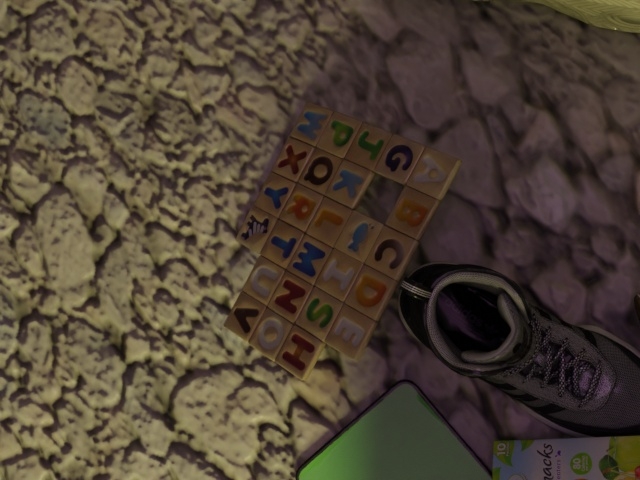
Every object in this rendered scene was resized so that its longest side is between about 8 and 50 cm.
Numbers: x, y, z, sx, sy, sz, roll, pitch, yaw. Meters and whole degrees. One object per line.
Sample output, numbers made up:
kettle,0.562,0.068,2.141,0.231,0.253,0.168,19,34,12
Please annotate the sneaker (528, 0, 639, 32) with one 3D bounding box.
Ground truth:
sneaker,0.224,-0.285,0.790,0.350,0.131,0.148,15,92,12

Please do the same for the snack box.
snack box,0.219,0.221,0.752,0.141,0.037,0.100,-9,53,27

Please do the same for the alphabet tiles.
alphabet tiles,0.000,0.000,0.822,0.198,0.009,0.237,28,90,40

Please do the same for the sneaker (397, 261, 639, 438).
sneaker,0.182,0.100,0.750,0.269,0.153,0.101,27,90,12

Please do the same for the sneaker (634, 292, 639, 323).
sneaker,0.331,0.089,0.779,0.067,0.042,0.118,-28,88,11

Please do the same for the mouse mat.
mouse mat,0.087,0.247,0.829,0.153,0.007,0.189,-42,80,5
